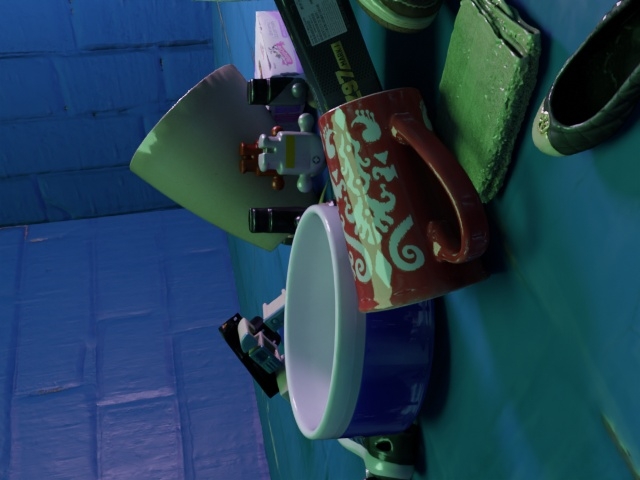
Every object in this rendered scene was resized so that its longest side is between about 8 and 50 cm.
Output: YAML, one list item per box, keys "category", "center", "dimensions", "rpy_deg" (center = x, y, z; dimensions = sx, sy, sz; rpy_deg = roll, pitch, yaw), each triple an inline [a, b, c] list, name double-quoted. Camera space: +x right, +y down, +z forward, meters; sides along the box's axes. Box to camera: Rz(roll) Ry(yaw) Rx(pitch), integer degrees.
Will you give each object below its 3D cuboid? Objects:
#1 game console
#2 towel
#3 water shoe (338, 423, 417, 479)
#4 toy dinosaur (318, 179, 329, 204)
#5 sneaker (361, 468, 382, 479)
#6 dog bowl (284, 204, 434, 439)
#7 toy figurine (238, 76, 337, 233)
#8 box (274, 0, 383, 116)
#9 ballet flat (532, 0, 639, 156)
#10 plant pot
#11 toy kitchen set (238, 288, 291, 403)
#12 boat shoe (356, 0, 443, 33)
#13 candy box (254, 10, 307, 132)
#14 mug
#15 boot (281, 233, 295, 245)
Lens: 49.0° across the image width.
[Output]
- category: "game console"
  center: [-0.155, 0.275, 1.827]
  dimensions: [0.213, 0.044, 0.361]
  rpy_deg: [53, -174, 0]
- category: "towel"
  center: [0.125, -0.112, 0.539]
  dimensions: [0.110, 0.027, 0.148]
  rpy_deg: [-109, 17, -44]
- category: "water shoe"
  center: [0.079, 0.248, 0.918]
  dimensions: [0.203, 0.073, 0.080]
  rpy_deg: [-172, 96, -73]
- category: "toy dinosaur"
  center: [0.000, 0.000, 1.150]
  dimensions: [0.092, 0.053, 0.183]
  rpy_deg: [-118, 24, -64]
- category: "sneaker"
  center: [0.085, 0.387, 0.854]
  dimensions: [0.153, 0.094, 0.234]
  rpy_deg: [83, -178, -46]
- category: "dog bowl"
  center: [0.034, 0.093, 0.812]
  dimensions: [0.265, 0.104, 0.264]
  rpy_deg: [-178, 90, -76]
- category: "toy figurine"
  center: [-0.031, -0.124, 1.033]
  dimensions: [0.209, 0.148, 0.213]
  rpy_deg: [104, 159, -45]
- category: "box"
  center: [0.020, -0.160, 0.722]
  dimensions: [0.183, 0.059, 0.232]
  rpy_deg: [-108, -6, -65]
- category: "ballet flat"
  center: [0.150, -0.095, 0.369]
  dimensions: [0.173, 0.049, 0.057]
  rpy_deg: [113, 149, -68]
- category: "plant pot"
  center: [-0.141, -0.120, 1.231]
  dimensions: [0.274, 0.256, 0.256]
  rpy_deg: [44, 169, -4]
- category: "toy kitchen set"
  center: [-0.071, 0.247, 1.626]
  dimensions: [0.207, 0.166, 0.122]
  rpy_deg: [47, -169, -32]
- category: "boat shoe"
  center: [0.057, -0.305, 0.602]
  dimensions: [0.095, 0.095, 0.257]
  rpy_deg: [126, 135, -61]
- category: "candy box"
  center: [-0.077, -0.298, 1.307]
  dimensions: [0.196, 0.070, 0.164]
  rpy_deg: [101, 159, -58]
- category: "mug"
  center: [0.078, -0.039, 0.587]
  dimensions: [0.150, 0.113, 0.169]
  rpy_deg: [-18, 87, 39]
- category: "boot"
  center: [-0.078, -0.092, 1.459]
  dimensions: [0.198, 0.077, 0.136]
  rpy_deg: [44, 136, 52]
